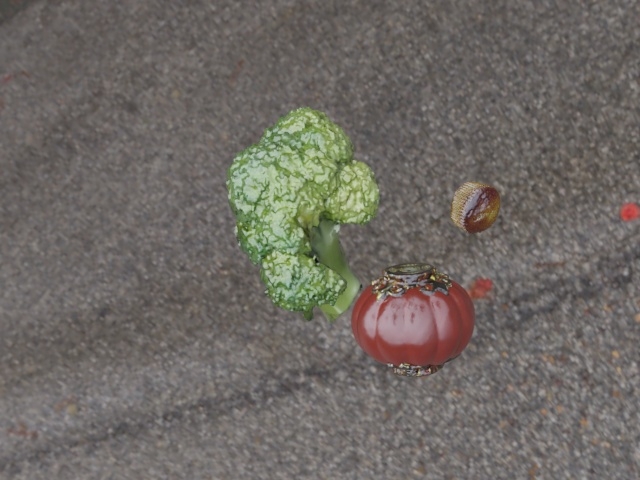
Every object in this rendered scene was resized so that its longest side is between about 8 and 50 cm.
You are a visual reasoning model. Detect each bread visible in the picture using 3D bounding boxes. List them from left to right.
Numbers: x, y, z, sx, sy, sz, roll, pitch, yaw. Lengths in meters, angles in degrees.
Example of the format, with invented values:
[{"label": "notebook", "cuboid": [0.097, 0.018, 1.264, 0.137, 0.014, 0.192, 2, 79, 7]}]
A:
[{"label": "bread", "cuboid": [0.248, -0.051, 1.523, 0.085, 0.085, 0.053, -50, 43, -7]}]

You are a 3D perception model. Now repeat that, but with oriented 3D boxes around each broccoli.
[{"label": "broccoli", "cuboid": [0.003, -0.013, 1.245, 0.186, 0.302, 0.254, -24, 12, 20]}]

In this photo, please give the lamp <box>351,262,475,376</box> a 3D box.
[{"label": "lamp", "cuboid": [0.169, 0.149, 1.747, 0.227, 0.227, 0.227, -18, 50, 23]}]
